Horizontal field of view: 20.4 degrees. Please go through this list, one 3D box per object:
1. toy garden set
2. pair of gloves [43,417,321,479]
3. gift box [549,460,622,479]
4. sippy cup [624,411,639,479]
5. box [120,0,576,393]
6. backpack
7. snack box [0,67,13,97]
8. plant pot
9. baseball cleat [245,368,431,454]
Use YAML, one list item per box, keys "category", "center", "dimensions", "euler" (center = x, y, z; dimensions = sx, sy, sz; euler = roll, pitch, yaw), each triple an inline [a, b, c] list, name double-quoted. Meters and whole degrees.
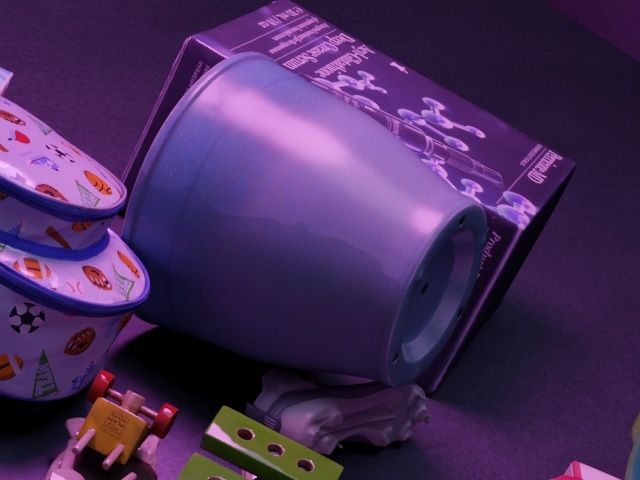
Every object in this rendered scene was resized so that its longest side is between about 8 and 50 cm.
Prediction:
- category: "toy garden set"
  center: [-0.115, 0.204, 1.304]
  dimensions: [0.203, 0.049, 0.244]
  euler: [27, 32, 5]
- category: "pair of gloves"
  center: [-0.097, 0.223, 1.369]
  dimensions: [0.240, 0.042, 0.204]
  euler: [11, 32, -18]
- category: "gift box"
  center: [0.223, 0.319, 1.233]
  dimensions: [0.276, 0.258, 0.255]
  euler: [23, 23, -12]
- category: "sippy cup"
  center: [0.447, 0.252, 1.690]
  dimensions: [0.224, 0.240, 0.305]
  euler: [22, 47, -38]
- category: "box"
  center: [0.034, -0.061, 1.905]
  dimensions: [0.395, 0.212, 0.293]
  euler: [31, 22, 8]
- category: "backpack"
  center: [-0.270, 0.008, 1.460]
  dimensions: [0.263, 0.213, 0.276]
  euler: [39, 21, 2]
- category: "snack box"
  center: [-0.487, -0.184, 1.802]
  dimensions: [0.322, 0.060, 0.187]
  euler: [24, 23, -7]
- category: "plant pot"
  center: [0.000, 0.000, 1.601]
  dimensions: [0.255, 0.272, 0.271]
  euler: [24, 20, 22]
- category: "baseball cleat"
  center: [0.013, 0.145, 1.624]
  dimensions: [0.109, 0.072, 0.206]
  euler: [29, 15, 31]
